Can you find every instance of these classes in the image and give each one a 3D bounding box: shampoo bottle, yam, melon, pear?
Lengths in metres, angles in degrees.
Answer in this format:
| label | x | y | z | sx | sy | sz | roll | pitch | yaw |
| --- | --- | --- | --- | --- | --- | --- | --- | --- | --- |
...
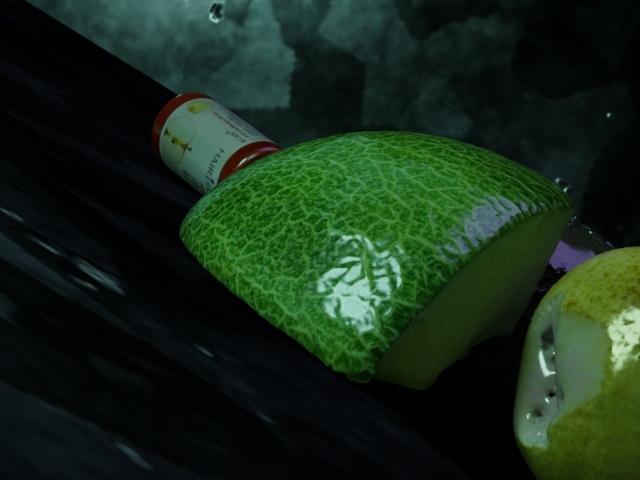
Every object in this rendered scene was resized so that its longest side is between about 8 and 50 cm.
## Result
| label | x | y | z | sx | sy | sz | roll | pitch | yaw |
| --- | --- | --- | --- | --- | --- | --- | --- | --- | --- |
| shampoo bottle | -0.096 | -0.084 | 2.324 | 0.104 | 0.104 | 0.278 | 28 | 6 | -41 |
| yam | 0.239 | 0.077 | 1.983 | 0.348 | 0.241 | 0.241 | 36 | 5 | 7 |
| melon | 0.020 | 0.007 | 1.831 | 0.343 | 0.331 | 0.226 | 27 | -36 | 29 |
| pear | 0.287 | 0.132 | 1.708 | 0.271 | 0.271 | 0.271 | 32 | 5 | -3 |
